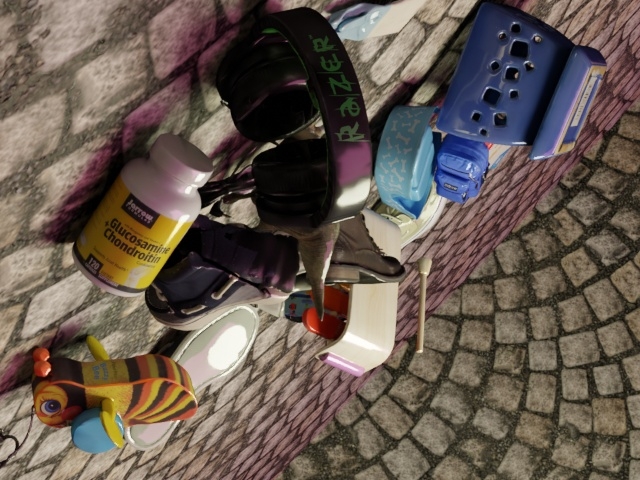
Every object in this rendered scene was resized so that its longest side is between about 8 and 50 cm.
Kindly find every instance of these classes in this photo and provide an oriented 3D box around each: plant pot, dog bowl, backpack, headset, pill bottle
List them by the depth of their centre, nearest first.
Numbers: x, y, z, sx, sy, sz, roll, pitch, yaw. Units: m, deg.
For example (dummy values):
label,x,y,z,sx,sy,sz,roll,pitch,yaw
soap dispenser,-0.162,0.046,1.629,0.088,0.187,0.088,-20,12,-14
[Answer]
label,x,y,z,sx,sy,sz,roll,pitch,yaw
pill bottle,-0.204,-0.031,1.353,0.184,0.103,0.103,-54,164,20
headset,-0.060,-0.116,1.364,0.185,0.243,0.394,-16,173,-17
plant pot,0.360,-0.267,2.015,0.236,0.212,0.236,-15,128,-66
dog bowl,0.154,-0.142,2.040,0.297,0.074,0.165,61,46,-75
backpack,-0.009,0.091,2.102,0.173,0.158,0.116,-12,108,-63
backpack,0.258,-0.133,2.116,0.120,0.098,0.101,91,18,-60

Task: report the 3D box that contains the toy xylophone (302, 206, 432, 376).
label,x,y,z,sx,sy,sz,roll,pitch,yaw
toy xylophone,0.089,0.085,2.036,0.081,0.236,0.322,-17,-131,42

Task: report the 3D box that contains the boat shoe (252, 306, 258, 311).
label,x,y,z,sx,sy,sz,roll,pitch,yaw
boat shoe,-0.113,0.100,2.083,0.100,0.035,0.035,-39,157,-39

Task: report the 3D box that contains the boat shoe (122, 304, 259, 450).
label,x,y,z,sx,sy,sz,roll,pitch,yaw
boat shoe,-0.231,0.210,1.935,0.302,0.091,0.114,-44,121,-11

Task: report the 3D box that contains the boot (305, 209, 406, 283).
label,x,y,z,sx,sy,sz,roll,pitch,yaw
boot,0.054,-0.045,1.838,0.263,0.091,0.228,4,83,-58

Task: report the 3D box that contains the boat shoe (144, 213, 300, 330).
label,x,y,z,sx,sy,sz,roll,pitch,yaw
boat shoe,-0.181,0.034,1.520,0.158,0.127,0.341,18,157,-33

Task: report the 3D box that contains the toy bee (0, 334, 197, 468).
label,x,y,z,sx,sy,sz,roll,pitch,yaw
toy bee,-0.318,0.210,1.551,0.298,0.195,0.162,-28,134,-25

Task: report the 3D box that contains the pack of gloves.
label,x,y,z,sx,sy,sz,roll,pitch,yaw
pack of gloves,0.084,-0.339,1.537,0.232,0.046,0.195,-26,165,-48

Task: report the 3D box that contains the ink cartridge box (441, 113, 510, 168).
label,x,y,z,sx,sy,sz,roll,pitch,yaw
ink cartridge box,0.343,-0.216,2.468,0.134,0.078,0.231,-55,163,25

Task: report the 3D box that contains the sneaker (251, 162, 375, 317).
label,x,y,z,sx,sy,sz,roll,pitch,yaw
sneaker,0.000,0.000,1.936,0.330,0.146,0.122,-45,164,-16

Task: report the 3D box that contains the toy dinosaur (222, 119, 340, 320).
label,x,y,z,sx,sy,sz,roll,pitch,yaw
toy dinosaur,-0.037,-0.049,1.592,0.160,0.313,0.121,-30,147,29

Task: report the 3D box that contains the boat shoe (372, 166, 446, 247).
label,x,y,z,sx,sy,sz,roll,pitch,yaw
boat shoe,0.145,-0.029,2.340,0.302,0.109,0.094,-51,163,22
